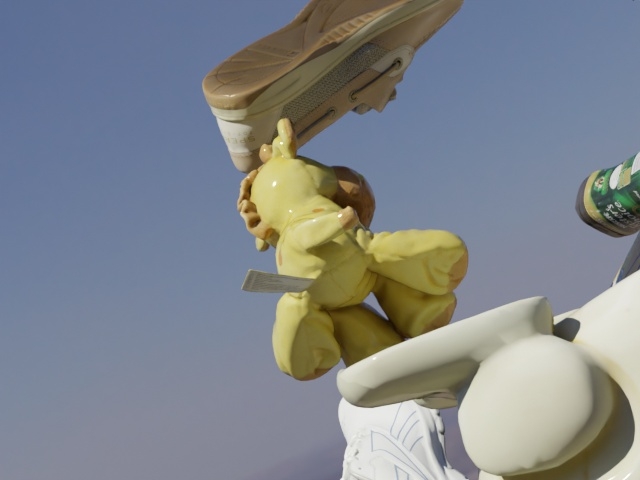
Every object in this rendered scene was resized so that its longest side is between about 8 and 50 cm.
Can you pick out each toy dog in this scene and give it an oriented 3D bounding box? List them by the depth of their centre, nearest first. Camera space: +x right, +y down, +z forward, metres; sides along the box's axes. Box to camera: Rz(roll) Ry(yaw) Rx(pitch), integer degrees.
[{"bbox_3d":[0.250,0.237,1.274,0.395,0.408,0.284,-21,-11,6],"label":"toy dog"}]

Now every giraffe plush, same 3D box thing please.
[{"bbox_3d":[0.000,0.000,1.448,0.210,0.170,0.181,24,-63,-38],"label":"giraffe plush"}]

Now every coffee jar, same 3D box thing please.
[{"bbox_3d":[0.413,-0.063,2.238,0.096,0.079,0.184,25,-23,-17],"label":"coffee jar"}]

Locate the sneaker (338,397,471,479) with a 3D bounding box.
[{"bbox_3d":[0.071,0.239,1.800,0.129,0.111,0.297,5,24,-22],"label":"sneaker"}]

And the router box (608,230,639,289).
[{"bbox_3d":[0.331,0.042,1.689,0.179,0.046,0.133,-75,8,-69],"label":"router box"}]

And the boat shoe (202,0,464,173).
[{"bbox_3d":[0.025,-0.165,1.596,0.302,0.098,0.109,-35,34,-30],"label":"boat shoe"}]
